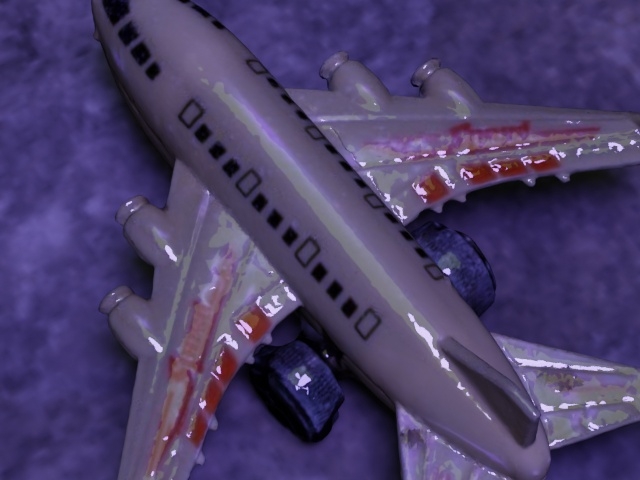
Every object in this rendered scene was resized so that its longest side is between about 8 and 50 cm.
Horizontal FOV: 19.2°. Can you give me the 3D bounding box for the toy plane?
[{"bbox_3d":[0.000,0.000,0.642,0.229,0.092,0.244,-37,66,-15],"label":"toy plane"}]
